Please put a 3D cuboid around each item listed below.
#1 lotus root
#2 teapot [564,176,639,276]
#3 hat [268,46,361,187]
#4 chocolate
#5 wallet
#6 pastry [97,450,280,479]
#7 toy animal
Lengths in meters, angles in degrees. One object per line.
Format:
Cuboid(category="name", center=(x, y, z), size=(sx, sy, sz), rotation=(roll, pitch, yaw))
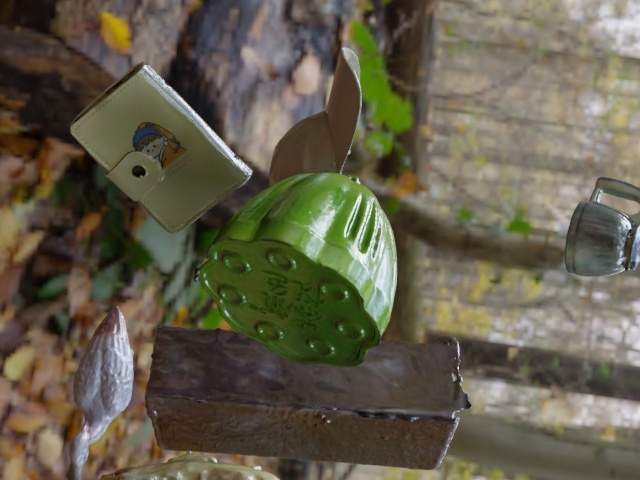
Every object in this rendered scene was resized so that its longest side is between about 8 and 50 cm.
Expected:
Cuboid(category="lotus root", center=(0.000, 0.000, 1.230), size=(0.186, 0.186, 0.186), rotation=(8, 90, -88))
Cuboid(category="teapot", center=(0.425, -0.007, 1.938), size=(0.149, 0.108, 0.111), rotation=(-51, 144, -44))
Cuboid(category="hat", center=(-0.011, -0.146, 1.653), size=(0.166, 0.144, 0.173), rotation=(-83, 163, -68))
Cuboid(category="chocolate", center=(-0.013, 0.166, 1.354), size=(0.112, 0.321, 0.112), rotation=(93, 0, -45))
Cuboid(category="wallet", center=(-0.157, -0.088, 1.295), size=(0.110, 0.155, 0.039), rotation=(-36, -156, 15))
Cuboid(category="pastry", center=(-0.122, 0.311, 1.168), size=(0.170, 0.236, 0.256), rotation=(-116, -150, -81))
Cuboid(category="toy animal", center=(-0.338, 0.237, 2.069), size=(0.324, 0.090, 0.195), rotation=(-81, 176, -61))
